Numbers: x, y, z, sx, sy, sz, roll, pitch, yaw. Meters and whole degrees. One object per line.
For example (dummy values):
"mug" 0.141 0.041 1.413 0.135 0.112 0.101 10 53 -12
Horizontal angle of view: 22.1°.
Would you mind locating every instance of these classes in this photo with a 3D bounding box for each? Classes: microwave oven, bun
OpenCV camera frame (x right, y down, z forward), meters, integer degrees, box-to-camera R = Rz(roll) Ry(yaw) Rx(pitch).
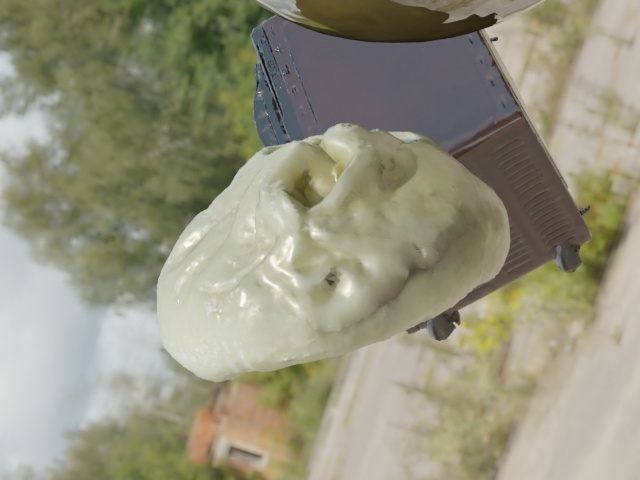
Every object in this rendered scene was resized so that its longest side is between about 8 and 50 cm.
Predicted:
"microwave oven" 0.071 -0.079 1.273 0.178 0.188 0.247 47 -164 -46
"bun" 0.000 0.000 1.028 0.231 0.231 0.133 -69 -42 -83

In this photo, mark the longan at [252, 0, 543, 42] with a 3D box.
"longan" 0.045 -0.254 0.883 0.319 0.319 0.319 18 -90 -90
